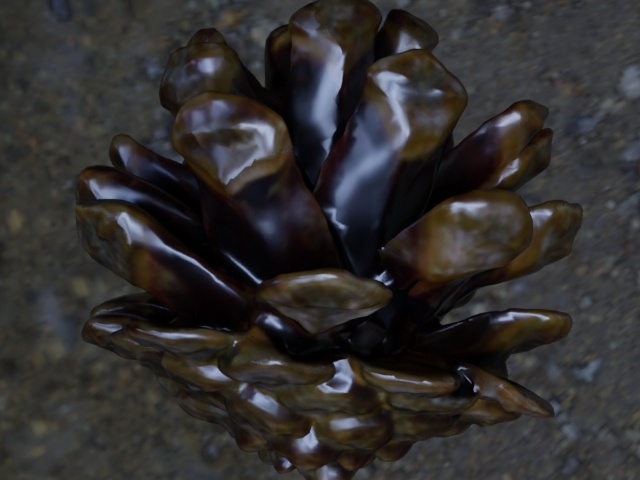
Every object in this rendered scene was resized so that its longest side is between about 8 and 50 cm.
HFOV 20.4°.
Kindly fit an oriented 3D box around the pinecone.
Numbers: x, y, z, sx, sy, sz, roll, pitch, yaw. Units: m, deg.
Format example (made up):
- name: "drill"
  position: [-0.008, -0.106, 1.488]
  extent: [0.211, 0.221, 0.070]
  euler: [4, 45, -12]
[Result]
- name: "pinecone"
  position: [0.001, -0.003, 0.755]
  extent: [0.228, 0.201, 0.202]
  euler: [1, 144, 42]
